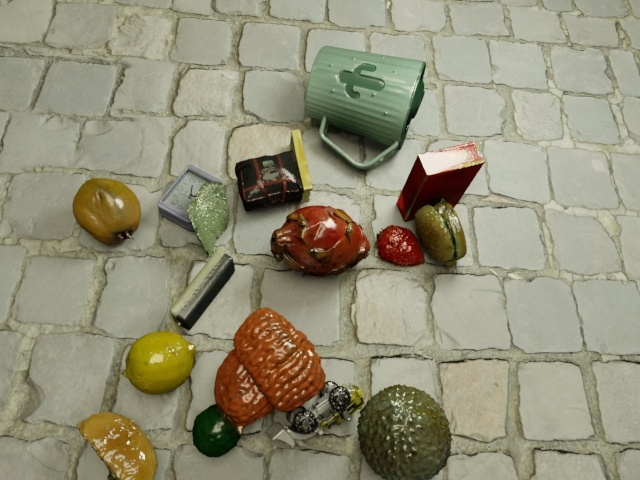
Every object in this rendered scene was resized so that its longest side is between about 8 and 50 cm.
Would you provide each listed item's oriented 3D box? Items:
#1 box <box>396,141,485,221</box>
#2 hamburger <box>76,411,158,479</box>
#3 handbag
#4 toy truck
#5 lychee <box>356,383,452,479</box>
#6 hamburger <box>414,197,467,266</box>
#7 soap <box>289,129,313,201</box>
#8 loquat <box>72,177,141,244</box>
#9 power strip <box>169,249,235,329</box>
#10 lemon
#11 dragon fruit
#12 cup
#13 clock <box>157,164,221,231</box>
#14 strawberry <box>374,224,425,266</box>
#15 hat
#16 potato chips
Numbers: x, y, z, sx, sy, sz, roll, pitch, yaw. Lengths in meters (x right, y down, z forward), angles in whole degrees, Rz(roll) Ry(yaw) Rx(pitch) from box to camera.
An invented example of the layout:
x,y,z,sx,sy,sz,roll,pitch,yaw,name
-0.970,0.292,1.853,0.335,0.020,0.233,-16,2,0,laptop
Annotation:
x,y,z,sx,sy,sz,roll,pitch,yaw,name
0.384,-0.186,1.721,0.197,0.313,0.089,-15,67,-12,box
-0.520,0.553,1.376,0.131,0.124,0.262,-38,74,-21,hamburger
-0.172,-0.197,1.761,0.215,0.155,0.169,-14,72,-10,handbag
-0.010,0.491,1.456,0.285,0.136,0.111,-29,91,-17,toy truck
0.225,0.514,1.403,0.255,0.274,0.255,-11,40,9,lychee
0.396,-0.017,1.715,0.122,0.189,0.215,-20,78,-7,hamburger
-0.071,-0.264,1.839,0.037,0.092,0.252,-7,65,-13,soap
-0.671,-0.089,1.653,0.187,0.176,0.234,-40,92,20,loquat
-0.361,0.153,1.598,0.070,0.105,0.257,29,65,11,power strip
-0.444,0.339,1.462,0.206,0.173,0.174,-17,66,-5,lemon
-0.004,0.000,1.640,0.314,0.250,0.250,-13,66,-9,dragon fruit
0.155,-0.486,1.861,0.392,0.310,0.401,17,61,9,cup
-0.435,-0.144,1.757,0.144,0.073,0.193,28,65,8,clock
0.271,0.021,1.749,0.187,0.082,0.147,32,72,5,strawberry
-0.191,0.403,1.461,0.400,0.285,0.285,-43,73,6,hat
-0.355,-0.075,1.689,0.059,0.167,0.228,-6,52,40,potato chips
